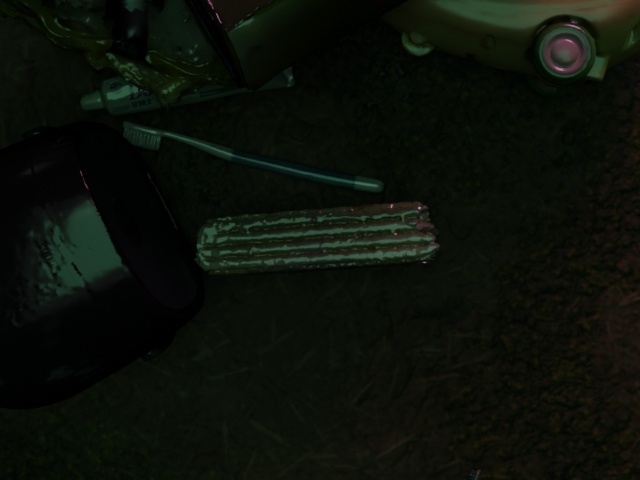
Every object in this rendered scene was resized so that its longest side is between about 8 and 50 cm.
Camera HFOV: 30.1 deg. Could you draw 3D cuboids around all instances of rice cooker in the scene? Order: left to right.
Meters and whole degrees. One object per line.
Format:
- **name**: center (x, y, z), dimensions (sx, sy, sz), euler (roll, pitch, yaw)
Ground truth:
- **rice cooker**: center (-0.254, 0.026, 1.125), dimensions (0.225, 0.267, 0.267), euler (-29, 92, 11)

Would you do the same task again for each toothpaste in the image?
- **toothpaste**: center (-0.137, -0.163, 1.211), dimensions (0.218, 0.041, 0.064), euler (-13, 104, 1)

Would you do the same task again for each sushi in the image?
- **sushi**: center (-0.178, -0.221, 1.150), dimensions (0.291, 0.131, 0.139), euler (19, 60, 3)

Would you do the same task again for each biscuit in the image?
- **biscuit**: center (0.000, 0.000, 1.178), dimensions (0.239, 0.108, 0.061), euler (-3, 87, 4)

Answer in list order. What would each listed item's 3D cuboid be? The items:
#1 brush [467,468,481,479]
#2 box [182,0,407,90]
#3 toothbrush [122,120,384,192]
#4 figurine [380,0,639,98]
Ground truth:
- **brush**: center (0.147, 0.275, 1.232), dimensions (0.013, 0.016, 0.083), euler (19, 94, 14)
- **box**: center (-0.018, -0.401, 1.067), dimensions (0.373, 0.138, 0.420), euler (-30, 73, -4)
- **toothbrush**: center (-0.070, -0.080, 1.221), dimensions (0.276, 0.019, 0.025), euler (13, 99, 2)
- **figurine**: center (0.187, -0.267, 1.149), dimensions (0.325, 0.124, 0.222), euler (16, 94, 6)
